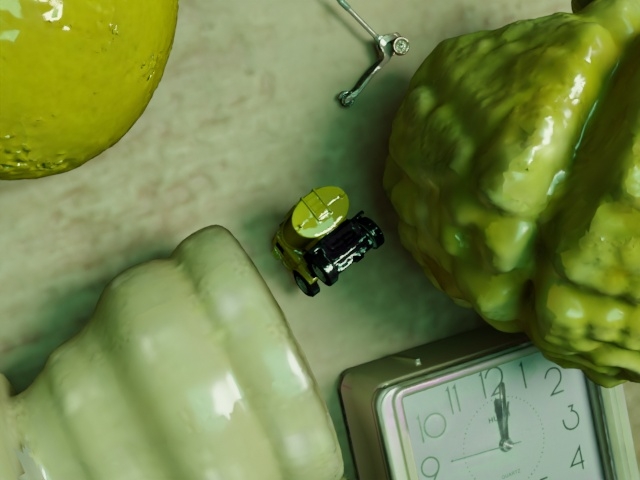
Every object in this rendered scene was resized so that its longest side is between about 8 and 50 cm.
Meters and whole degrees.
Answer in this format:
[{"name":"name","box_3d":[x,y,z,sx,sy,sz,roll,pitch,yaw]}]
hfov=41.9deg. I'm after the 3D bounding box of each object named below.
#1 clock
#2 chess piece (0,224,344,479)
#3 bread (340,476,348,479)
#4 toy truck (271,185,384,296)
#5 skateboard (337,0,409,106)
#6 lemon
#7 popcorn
[{"name":"clock","box_3d":[0.122,0.140,0.597,0.191,0.071,0.147,-14,96,-20]},{"name":"chess piece","box_3d":[-0.153,0.126,0.459,0.299,0.167,0.167,-26,100,-12]},{"name":"bread","box_3d":[-0.021,0.278,0.477,0.252,0.238,0.196,-35,140,-22]},{"name":"toy truck","box_3d":[0.000,0.000,0.544,0.049,0.083,0.054,-37,88,-16]},{"name":"skateboard","box_3d":[0.012,-0.142,0.576,0.083,0.032,0.064,44,86,-19]},{"name":"lemon","box_3d":[-0.163,-0.120,0.431,0.173,0.173,0.206,28,89,-19]},{"name":"popcorn","box_3d":[0.166,-0.040,0.504,0.224,0.270,0.258,26,49,-37]}]
